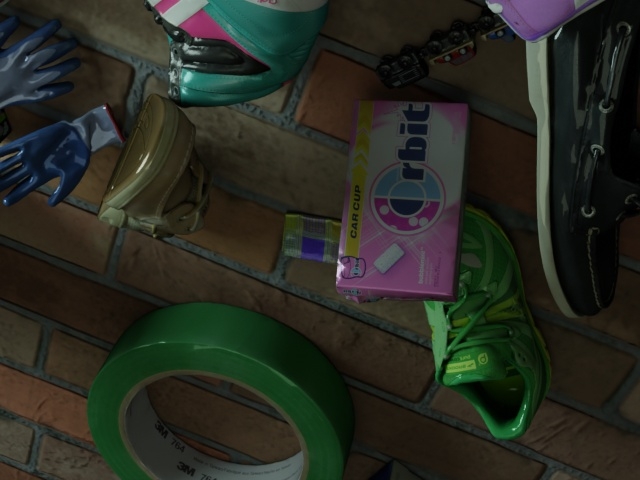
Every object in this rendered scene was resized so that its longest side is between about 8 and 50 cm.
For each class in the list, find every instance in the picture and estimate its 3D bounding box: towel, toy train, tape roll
[{"bbox_3d":[0.000,0.000,1.104,0.083,0.009,0.060,12,128,7],"label":"towel"},{"bbox_3d":[0.122,-0.176,0.932,0.158,0.027,0.036,-22,120,28],"label":"toy train"},{"bbox_3d":[-0.121,0.223,1.256,0.321,0.077,0.321,8,126,11],"label":"tape roll"}]

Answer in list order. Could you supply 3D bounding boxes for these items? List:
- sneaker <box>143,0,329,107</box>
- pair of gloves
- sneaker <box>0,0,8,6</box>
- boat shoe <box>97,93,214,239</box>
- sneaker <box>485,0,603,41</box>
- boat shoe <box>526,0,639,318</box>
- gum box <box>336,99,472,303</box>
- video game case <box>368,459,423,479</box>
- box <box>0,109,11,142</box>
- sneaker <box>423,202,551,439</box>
[{"bbox_3d":[-0.129,-0.215,0.923,0.295,0.124,0.178,27,138,15],"label":"sneaker"},{"bbox_3d":[-0.296,-0.126,1.051,0.159,0.023,0.198,-27,124,-1],"label":"pair of gloves"},{"bbox_3d":[-0.369,-0.223,0.972,0.221,0.128,0.087,-28,114,30],"label":"sneaker"},{"bbox_3d":[-0.147,-0.057,0.981,0.098,0.109,0.302,23,165,-12],"label":"boat shoe"},{"bbox_3d":[0.108,-0.221,0.804,0.282,0.102,0.161,12,138,49],"label":"sneaker"},{"bbox_3d":[0.257,-0.074,0.907,0.113,0.127,0.340,4,117,27],"label":"boat shoe"},{"bbox_3d":[0.079,-0.031,0.957,0.107,0.062,0.188,4,81,13],"label":"gum box"},{"bbox_3d":[0.110,0.435,1.355,0.244,0.061,0.269,34,126,-11],"label":"video game case"},{"bbox_3d":[-0.372,-0.135,1.078,0.052,0.062,0.083,0,124,17],"label":"box"},{"bbox_3d":[0.160,0.081,1.046,0.109,0.123,0.296,-19,117,27],"label":"sneaker"}]
